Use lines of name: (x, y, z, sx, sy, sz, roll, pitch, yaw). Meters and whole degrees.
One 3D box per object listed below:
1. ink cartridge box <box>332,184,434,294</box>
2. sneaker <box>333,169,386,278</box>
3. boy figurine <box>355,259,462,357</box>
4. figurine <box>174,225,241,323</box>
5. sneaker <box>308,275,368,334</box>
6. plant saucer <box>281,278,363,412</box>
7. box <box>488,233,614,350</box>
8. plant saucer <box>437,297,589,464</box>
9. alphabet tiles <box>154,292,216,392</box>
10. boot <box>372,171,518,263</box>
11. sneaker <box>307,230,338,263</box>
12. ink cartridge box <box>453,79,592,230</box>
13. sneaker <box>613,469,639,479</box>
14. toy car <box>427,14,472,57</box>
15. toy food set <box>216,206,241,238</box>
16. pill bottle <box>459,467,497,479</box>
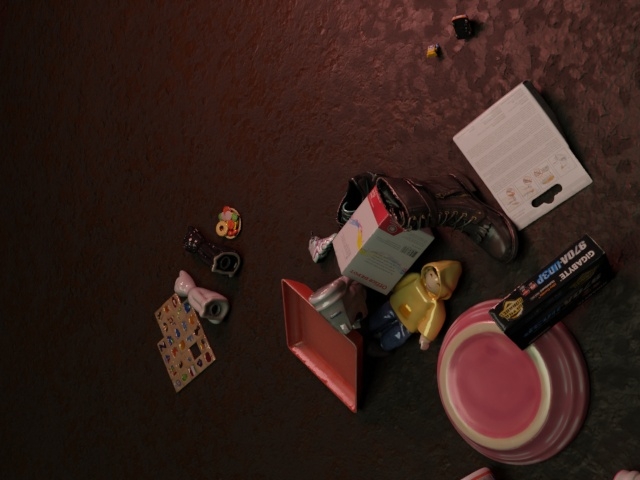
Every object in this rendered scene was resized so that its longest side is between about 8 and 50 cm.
ink cartridge box: (0.130, -0.001, 1.848, 0.176, 0.128, 0.127, -52, 28, 23)
sneaker: (0.069, -0.034, 1.954, 0.101, 0.106, 0.268, 28, 110, 36)
boy figurine: (0.200, 0.145, 1.852, 0.285, 0.092, 0.177, -44, 58, 36)
figurine: (-0.319, 0.089, 2.322, 0.209, 0.092, 0.215, 30, 112, 45)
sneaker: (0.051, 0.140, 1.872, 0.105, 0.281, 0.115, -31, 88, 18)
plant saucer: (0.013, 0.232, 1.980, 0.258, 0.047, 0.259, 40, 150, 33)
box: (0.416, 0.097, 1.553, 0.220, 0.175, 0.051, -40, 62, 7)
plant saucer: (0.361, 0.282, 1.717, 0.332, 0.084, 0.333, 1, 92, 42)
alphabet tiles: (-0.392, 0.277, 2.433, 0.198, 0.009, 0.237, -42, 64, 34)
boot: (0.241, -0.041, 1.711, 0.263, 0.228, 0.091, 52, 132, 30)
sneaker: (0.000, 0.000, 2.058, 0.098, 0.038, 0.069, -50, 61, 30)
ink cartridge box: (0.399, -0.167, 1.709, 0.189, 0.066, 0.232, -38, 88, 35)
sneaker: (0.599, 0.517, 1.498, 0.111, 0.103, 0.253, -27, 74, 40)
toy car: (0.262, -0.435, 1.808, 0.122, 0.060, 0.041, -21, 45, 33)
toy food set: (-0.240, -0.046, 2.282, 0.083, 0.020, 0.083, 18, 102, 40)
pill bottle: (0.342, 0.575, 1.713, 0.124, 0.124, 0.222, -48, 61, 32)
